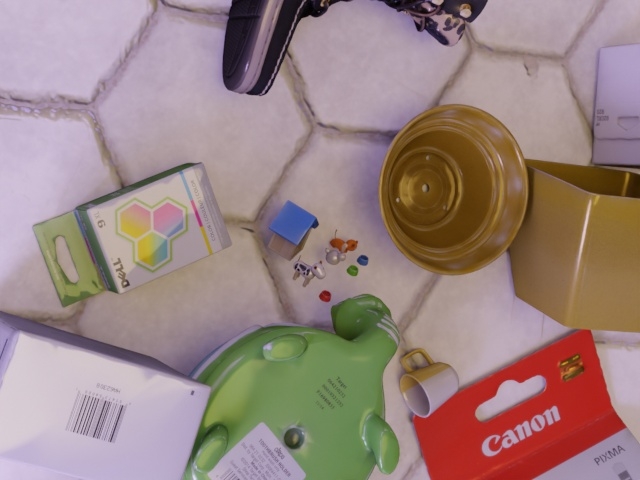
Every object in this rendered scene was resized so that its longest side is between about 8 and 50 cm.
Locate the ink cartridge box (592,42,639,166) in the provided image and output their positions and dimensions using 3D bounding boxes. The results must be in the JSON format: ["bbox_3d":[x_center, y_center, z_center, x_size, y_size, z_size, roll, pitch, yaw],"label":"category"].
[{"bbox_3d":[0.518,-0.178,1.899,0.233,0.171,0.168,2,92,-24],"label":"ink cartridge box"}]

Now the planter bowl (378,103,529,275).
[{"bbox_3d":[0.153,-0.067,1.789,0.217,0.090,0.217,-2,95,-24],"label":"planter bowl"}]

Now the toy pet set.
[{"bbox_3d":[0.000,0.000,1.718,0.114,0.065,0.122,32,35,10],"label":"toy pet set"}]

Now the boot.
[{"bbox_3d":[0.056,-0.315,1.713,0.284,0.138,0.377,23,78,-23],"label":"boot"}]

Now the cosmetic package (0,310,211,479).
[{"bbox_3d":[-0.275,0.178,1.542,0.224,0.225,0.138,20,88,-23],"label":"cosmetic package"}]

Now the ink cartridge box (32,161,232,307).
[{"bbox_3d":[-0.221,-0.006,1.643,0.209,0.062,0.109,-24,103,-20],"label":"ink cartridge box"}]

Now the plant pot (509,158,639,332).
[{"bbox_3d":[0.369,0.012,1.836,0.212,0.212,0.187,5,103,-24],"label":"plant pot"}]

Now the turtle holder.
[{"bbox_3d":[-0.051,0.190,1.641,0.243,0.227,0.320,22,84,-22],"label":"turtle holder"}]

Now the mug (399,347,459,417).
[{"bbox_3d":[0.146,0.184,1.819,0.064,0.062,0.078,-26,110,-28],"label":"mug"}]

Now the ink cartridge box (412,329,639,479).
[{"bbox_3d":[0.324,0.354,1.890,0.308,0.091,0.385,-24,104,-20],"label":"ink cartridge box"}]
